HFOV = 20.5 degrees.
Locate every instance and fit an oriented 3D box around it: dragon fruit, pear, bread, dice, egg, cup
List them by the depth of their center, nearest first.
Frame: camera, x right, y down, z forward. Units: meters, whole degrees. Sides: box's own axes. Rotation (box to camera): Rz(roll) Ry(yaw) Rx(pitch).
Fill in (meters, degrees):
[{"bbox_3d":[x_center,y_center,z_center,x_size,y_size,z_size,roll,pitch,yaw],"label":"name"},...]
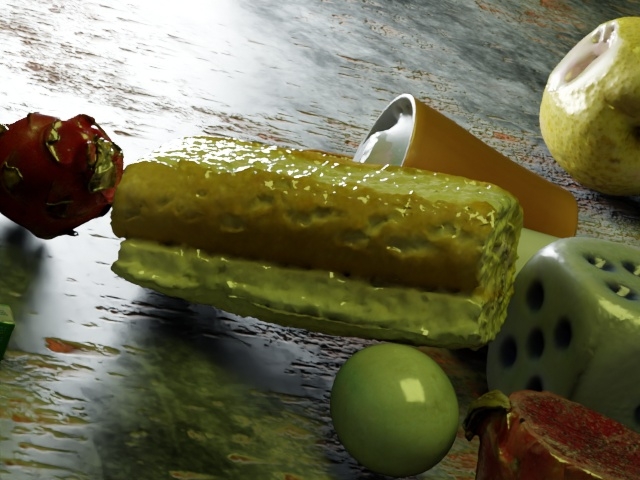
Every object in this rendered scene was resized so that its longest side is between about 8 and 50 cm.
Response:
[{"bbox_3d":[0.238,0.246,1.553,0.282,0.147,0.211,26,14,-2],"label":"dragon fruit"},{"bbox_3d":[0.066,0.151,1.604,0.114,0.114,0.152,13,19,-23],"label":"egg"},{"bbox_3d":[0.000,0.000,1.732,0.375,0.165,0.236,10,9,11],"label":"bread"},{"bbox_3d":[-0.295,-0.079,1.780,0.246,0.125,0.125,22,-14,37],"label":"dragon fruit"},{"bbox_3d":[0.292,0.120,1.784,0.193,0.192,0.194,13,23,-24],"label":"dice"},{"bbox_3d":[0.149,-0.047,2.053,0.264,0.182,0.226,23,6,-16],"label":"cup"},{"bbox_3d":[0.437,-0.185,2.498,0.271,0.271,0.271,19,23,-9],"label":"pear"}]

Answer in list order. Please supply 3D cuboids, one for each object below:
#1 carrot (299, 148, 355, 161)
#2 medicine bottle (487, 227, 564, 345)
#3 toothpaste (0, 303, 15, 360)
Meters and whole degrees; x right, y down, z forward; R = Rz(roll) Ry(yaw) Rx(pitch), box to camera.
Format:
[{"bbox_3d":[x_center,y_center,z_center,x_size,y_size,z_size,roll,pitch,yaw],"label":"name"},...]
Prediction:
[{"bbox_3d":[0.059,-0.086,2.219,0.190,0.037,0.037,12,25,-15],"label":"carrot"},{"bbox_3d":[0.252,0.063,1.939,0.236,0.139,0.139,14,24,-27],"label":"medicine bottle"},{"bbox_3d":[-0.351,0.067,1.497,0.178,0.043,0.037,11,23,-27],"label":"toothpaste"}]
